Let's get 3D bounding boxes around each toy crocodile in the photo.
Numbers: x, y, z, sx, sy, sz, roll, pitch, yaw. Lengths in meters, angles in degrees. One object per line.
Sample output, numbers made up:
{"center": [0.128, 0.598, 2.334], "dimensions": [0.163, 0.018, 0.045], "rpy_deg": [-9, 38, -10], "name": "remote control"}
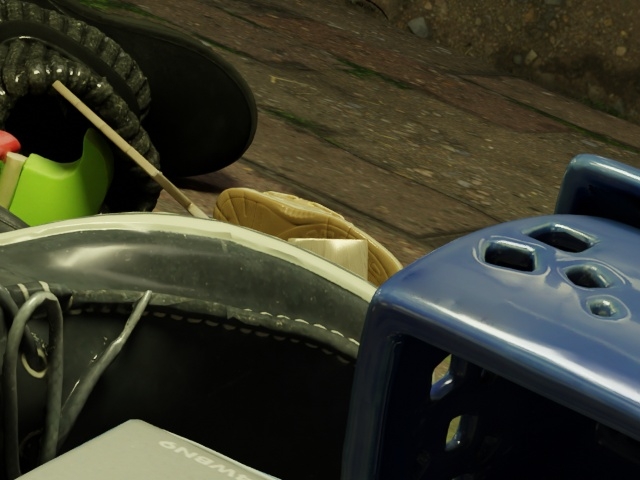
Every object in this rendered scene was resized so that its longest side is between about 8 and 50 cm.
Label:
{"center": [-0.314, -0.073, 1.378], "dimensions": [0.340, 0.105, 0.115], "rpy_deg": [20, 14, 8], "name": "toy crocodile"}

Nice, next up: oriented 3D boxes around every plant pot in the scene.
{"center": [0.157, 0.110, 0.884], "dimensions": [0.236, 0.236, 0.212], "rpy_deg": [24, 39, 22], "name": "plant pot"}

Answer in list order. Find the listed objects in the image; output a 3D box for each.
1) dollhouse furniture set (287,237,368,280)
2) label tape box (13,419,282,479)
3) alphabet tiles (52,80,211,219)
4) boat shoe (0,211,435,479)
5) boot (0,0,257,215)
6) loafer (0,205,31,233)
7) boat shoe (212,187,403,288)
{"center": [0.011, 0.089, 1.097], "dimensions": [0.242, 0.161, 0.212], "rpy_deg": [1, -6, -3], "name": "dollhouse furniture set"}
{"center": [-0.096, 0.196, 0.333], "dimensions": [0.115, 0.249, 0.347], "rpy_deg": [22, 14, 14], "name": "label tape box"}
{"center": [-0.075, -0.010, 1.329], "dimensions": [0.198, 0.009, 0.237], "rpy_deg": [45, -3, -43], "name": "alphabet tiles"}
{"center": [-0.164, 0.082, 0.846], "dimensions": [0.500, 0.187, 0.156], "rpy_deg": [6, 25, -28], "name": "boat shoe"}
{"center": [-0.163, -0.095, 1.592], "dimensions": [0.348, 0.131, 0.260], "rpy_deg": [20, 18, -35], "name": "boot"}
{"center": [-0.283, 0.001, 1.217], "dimensions": [0.223, 0.076, 0.078], "rpy_deg": [14, 29, -23], "name": "loafer"}
{"center": [0.000, 0.000, 1.474], "dimensions": [0.170, 0.063, 0.059], "rpy_deg": [27, 20, 24], "name": "boat shoe"}
